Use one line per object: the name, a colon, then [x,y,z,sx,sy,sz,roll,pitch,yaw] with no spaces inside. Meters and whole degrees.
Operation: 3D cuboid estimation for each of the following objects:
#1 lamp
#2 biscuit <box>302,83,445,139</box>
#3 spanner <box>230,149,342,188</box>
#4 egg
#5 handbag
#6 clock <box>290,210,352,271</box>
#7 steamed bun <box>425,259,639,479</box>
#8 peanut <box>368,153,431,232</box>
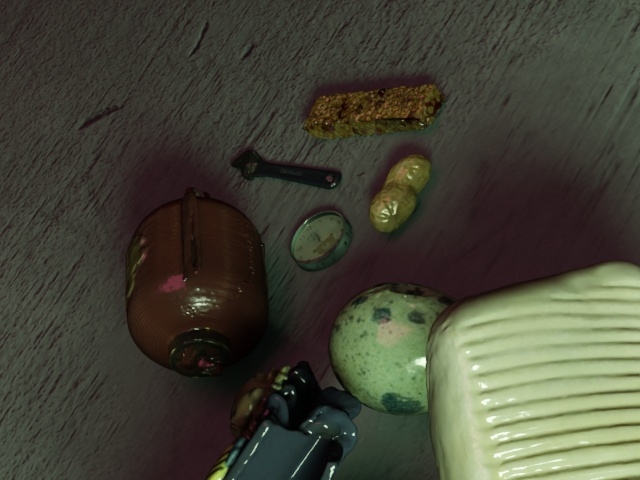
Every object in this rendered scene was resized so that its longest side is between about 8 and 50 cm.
lamp: [-0.149,0.052,1.734,0.180,0.180,0.258,-27,40,18]
biscuit: [0.068,-0.166,1.865,0.199,0.034,0.064,0,55,39]
spanner: [-0.047,-0.092,1.913,0.208,0.012,0.046,12,62,45]
egg: [0.093,0.113,1.502,0.182,0.141,0.141,3,57,36]
handbag: [-0.083,0.267,1.360,0.329,0.122,0.303,-58,0,7]
clock: [0.000,0.000,1.784,0.085,0.017,0.085,-23,42,23]
steamed bun: [0.225,0.227,1.176,0.247,0.236,0.383,-16,59,-14]
peanut: [0.097,-0.058,1.732,0.054,0.054,0.113,10,61,45]
